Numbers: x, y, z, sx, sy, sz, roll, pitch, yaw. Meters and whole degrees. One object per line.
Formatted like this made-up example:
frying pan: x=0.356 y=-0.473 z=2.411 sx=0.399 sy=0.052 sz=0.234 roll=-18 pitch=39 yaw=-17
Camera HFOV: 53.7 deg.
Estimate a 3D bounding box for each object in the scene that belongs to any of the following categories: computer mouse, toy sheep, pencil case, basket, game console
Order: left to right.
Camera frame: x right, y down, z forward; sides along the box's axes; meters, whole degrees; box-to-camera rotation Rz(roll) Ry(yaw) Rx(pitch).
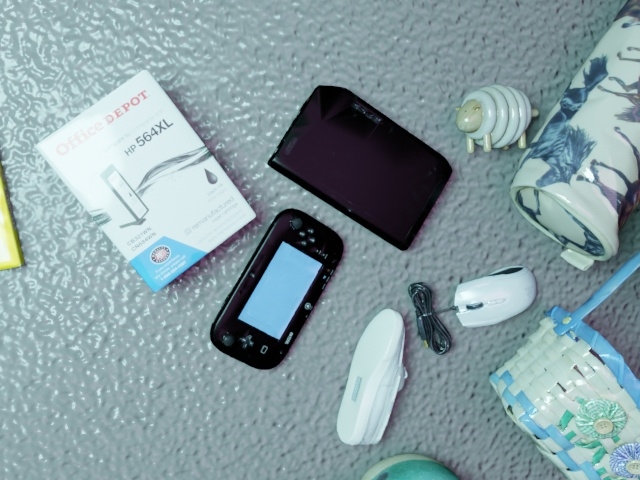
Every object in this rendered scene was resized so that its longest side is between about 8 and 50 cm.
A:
game console: x=0.000 y=0.000 z=0.802 sx=0.213 sy=0.044 sz=0.361 roll=31 pitch=86 yaw=-14
computer mouse: x=0.220 y=0.083 z=0.865 sx=0.193 sy=0.042 sz=0.105 roll=-17 pitch=97 yaw=-13
toy sheep: x=0.233 y=-0.161 z=0.833 sx=0.132 sy=0.091 sz=0.091 roll=-9 pitch=96 yaw=-29
basket: x=0.402 y=0.187 z=0.837 sx=0.289 sy=0.201 sz=0.254 roll=-43 pitch=102 yaw=2
pencil case: x=0.412 y=-0.168 z=0.838 sx=0.184 sy=0.160 sz=0.410 roll=37 pitch=84 yaw=-29

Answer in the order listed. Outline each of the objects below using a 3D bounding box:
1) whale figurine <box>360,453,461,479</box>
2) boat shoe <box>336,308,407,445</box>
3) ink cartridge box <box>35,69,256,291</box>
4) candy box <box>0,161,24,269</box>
whale figurine: x=0.088 y=0.406 z=0.801 sx=0.272 sy=0.141 sz=0.216 roll=-41 pitch=103 yaw=-8
boat shoe: x=0.080 y=0.182 z=0.827 sx=0.063 sy=0.066 sz=0.184 roll=17 pitch=87 yaw=-29
ink cartridge box: x=-0.196 y=-0.066 z=0.724 sx=0.148 sy=0.086 sz=0.203 roll=-39 pitch=103 yaw=-9
candy box: x=-0.407 y=-0.061 z=0.699 sx=0.105 sy=0.027 sz=0.205 roll=-12 pitch=97 yaw=-17
